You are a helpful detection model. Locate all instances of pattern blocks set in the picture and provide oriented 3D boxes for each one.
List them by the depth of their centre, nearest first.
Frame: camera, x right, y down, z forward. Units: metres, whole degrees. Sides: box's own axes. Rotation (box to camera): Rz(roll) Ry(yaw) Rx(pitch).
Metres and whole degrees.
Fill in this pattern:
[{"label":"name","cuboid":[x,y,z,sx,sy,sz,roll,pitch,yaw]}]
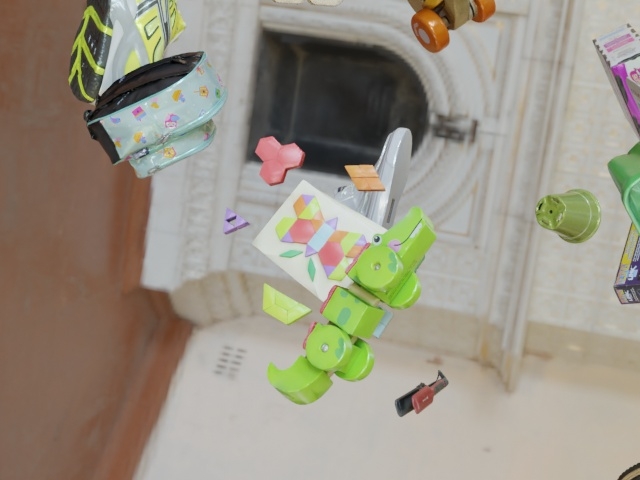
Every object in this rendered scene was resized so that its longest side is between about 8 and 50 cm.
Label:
[{"label":"pattern blocks set","cuboid":[0.000,0.000,1.717,0.026,0.324,0.286,51,62,-76]}]

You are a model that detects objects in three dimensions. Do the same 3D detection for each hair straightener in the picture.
[{"label":"hair straightener","cuboid":[0.208,0.325,2.335,0.230,0.089,0.047,-30,102,-61]}]

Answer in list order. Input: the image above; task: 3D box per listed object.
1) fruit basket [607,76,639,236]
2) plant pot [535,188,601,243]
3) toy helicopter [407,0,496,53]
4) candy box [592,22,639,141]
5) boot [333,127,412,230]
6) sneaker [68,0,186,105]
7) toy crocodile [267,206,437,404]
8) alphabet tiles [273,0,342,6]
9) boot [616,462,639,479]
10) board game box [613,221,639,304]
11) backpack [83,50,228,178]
[{"label":"fruit basket","cuboid":[0.414,0.022,0.963,0.327,0.165,0.353,56,-3,-24]},{"label":"plant pot","cuboid":[0.360,-0.039,1.614,0.079,0.083,0.083,5,95,-46]},{"label":"toy helicopter","cuboid":[0.181,-0.520,1.918,0.140,0.235,0.355,-35,150,-11]},{"label":"candy box","cuboid":[0.518,-0.252,1.770,0.159,0.071,0.233,62,15,-16]},{"label":"boot","cuboid":[0.081,-0.091,1.999,0.095,0.123,0.258,27,77,-67]},{"label":"sneaker","cuboid":[-0.290,-0.389,1.734,0.147,0.145,0.385,16,83,-37]},{"label":"toy crocodile","cuboid":[0.052,0.097,1.583,0.341,0.105,0.115,-56,150,1]},{"label":"alphabet tiles","cuboid":[-0.027,-0.563,1.937,0.021,0.277,0.284,-176,-96,-71]},{"label":"boot","cuboid":[0.407,0.379,1.378,0.137,0.076,0.198,-87,-162,-50]},{"label":"board game box","cuboid":[0.580,0.028,1.821,0.048,0.141,0.170,55,45,-30]},{"label":"backpack","cuboid":[-0.224,-0.189,1.578,0.144,0.188,0.166,54,17,-18]}]
